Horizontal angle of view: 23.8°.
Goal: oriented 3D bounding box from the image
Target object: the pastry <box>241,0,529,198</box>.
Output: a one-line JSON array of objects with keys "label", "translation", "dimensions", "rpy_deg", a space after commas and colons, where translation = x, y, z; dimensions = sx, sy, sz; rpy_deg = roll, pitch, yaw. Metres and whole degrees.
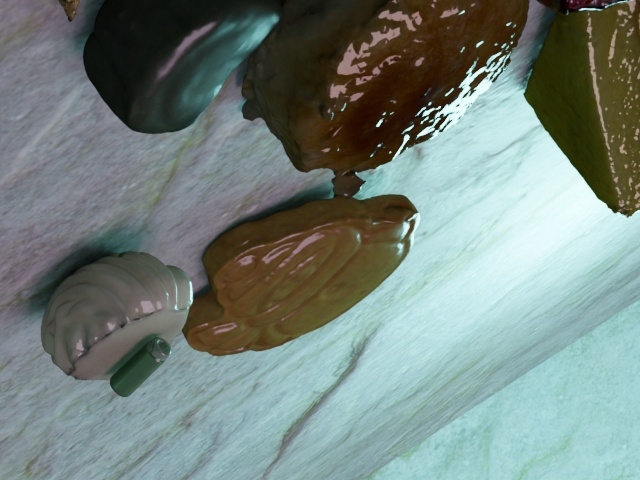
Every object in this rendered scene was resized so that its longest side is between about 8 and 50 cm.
[{"label": "pastry", "translation": [0.068, -0.195, 1.535], "dimensions": [0.329, 0.136, 0.330], "rpy_deg": [-30, 159, -12]}]

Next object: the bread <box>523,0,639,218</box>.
[{"label": "bread", "translation": [0.419, -0.227, 1.900], "dimensions": [0.233, 0.245, 0.362], "rpy_deg": [-32, 164, -9]}]

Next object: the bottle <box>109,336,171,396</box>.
[{"label": "bottle", "translation": [-0.202, 0.142, 1.707], "dimensions": [0.083, 0.030, 0.030], "rpy_deg": [-43, 159, 27]}]

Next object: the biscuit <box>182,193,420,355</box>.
[{"label": "biscuit", "translation": [-0.032, 0.052, 1.998], "dimensions": [0.351, 0.057, 0.312], "rpy_deg": [-2, 143, -46]}]

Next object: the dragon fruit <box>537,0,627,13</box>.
[{"label": "dragon fruit", "translation": [0.314, -0.329, 1.640], "dimensions": [0.261, 0.163, 0.189], "rpy_deg": [-19, -177, -31]}]

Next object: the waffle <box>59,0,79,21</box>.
[{"label": "waffle", "translation": [-0.212, -0.223, 1.180], "dimensions": [0.097, 0.023, 0.153], "rpy_deg": [-18, 154, -38]}]

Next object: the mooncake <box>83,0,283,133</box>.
[{"label": "mooncake", "translation": [-0.119, -0.176, 1.323], "dimensions": [0.175, 0.104, 0.168], "rpy_deg": [-34, 157, -12]}]

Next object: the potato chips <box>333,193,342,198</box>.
[{"label": "potato chips", "translation": [0.000, 0.000, 2.031], "dimensions": [0.037, 0.026, 0.204], "rpy_deg": [-8, 150, -28]}]

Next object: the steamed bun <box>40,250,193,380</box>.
[{"label": "steamed bun", "translation": [-0.235, 0.077, 1.705], "dimensions": [0.182, 0.106, 0.183], "rpy_deg": [-27, 158, -12]}]
